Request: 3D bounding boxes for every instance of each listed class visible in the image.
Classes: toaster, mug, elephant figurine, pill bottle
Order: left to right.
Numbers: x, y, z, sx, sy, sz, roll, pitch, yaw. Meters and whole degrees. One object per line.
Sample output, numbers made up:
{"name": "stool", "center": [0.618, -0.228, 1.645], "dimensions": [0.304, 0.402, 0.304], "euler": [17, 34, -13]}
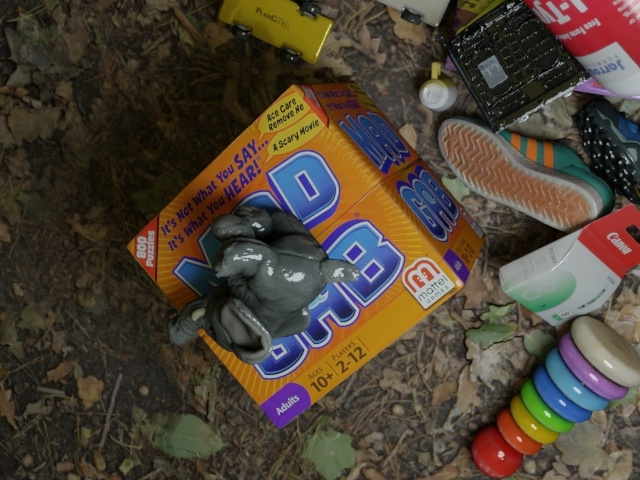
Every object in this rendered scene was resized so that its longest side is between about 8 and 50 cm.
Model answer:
{"name": "elephant figurine", "center": [-0.088, 0.087, 1.093], "dimensions": [0.169, 0.186, 0.239], "euler": [3, 120, -28]}
{"name": "mug", "center": [0.186, -0.248, 1.353], "dimensions": [0.062, 0.064, 0.078], "euler": [-32, 91, 20]}
{"name": "toaster", "center": [0.293, -0.277, 1.244], "dimensions": [0.168, 0.110, 0.185], "euler": [-31, 92, 19]}
{"name": "pill bottle", "center": [0.406, -0.342, 1.083], "dimensions": [0.408, 0.229, 0.229], "euler": [43, 110, -12]}

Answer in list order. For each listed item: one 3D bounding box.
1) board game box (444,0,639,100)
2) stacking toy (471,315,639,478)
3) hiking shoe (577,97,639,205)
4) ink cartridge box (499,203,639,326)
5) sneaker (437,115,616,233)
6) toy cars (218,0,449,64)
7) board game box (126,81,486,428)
{"name": "board game box", "center": [0.385, -0.343, 1.286], "dimensions": [0.347, 0.056, 0.208], "euler": [13, 100, 14]}
{"name": "stacking toy", "center": [0.379, 0.284, 1.375], "dimensions": [0.141, 0.141, 0.330], "euler": [40, 114, 5]}
{"name": "hiking shoe", "center": [0.531, -0.115, 1.274], "dimensions": [0.132, 0.113, 0.304], "euler": [-40, 83, -9]}
{"name": "ink cartridge box", "center": [0.417, 0.047, 1.275], "dimensions": [0.225, 0.181, 0.056], "euler": [-28, 52, 29]}
{"name": "sneaker", "center": [0.332, -0.116, 1.326], "dimensions": [0.302, 0.121, 0.108], "euler": [36, 129, 26]}
{"name": "toy cars", "center": [0.029, -0.397, 1.362], "dimensions": [0.394, 0.087, 0.176], "euler": [-13, 102, 15]}
{"name": "board game box", "center": [0.000, 0.000, 1.302], "dimensions": [0.356, 0.356, 0.356], "euler": [-41, 88, 19]}
